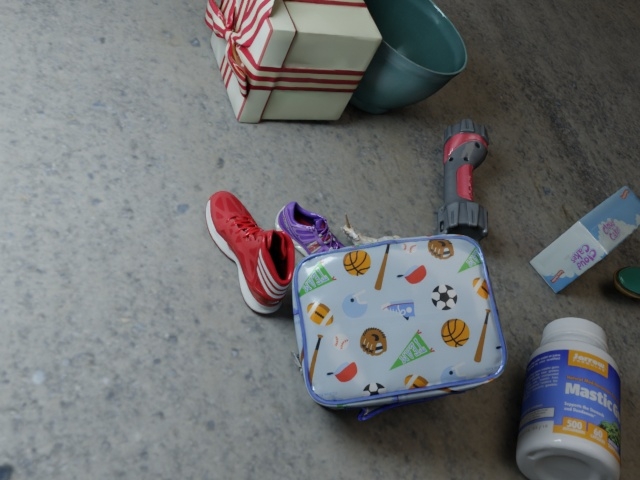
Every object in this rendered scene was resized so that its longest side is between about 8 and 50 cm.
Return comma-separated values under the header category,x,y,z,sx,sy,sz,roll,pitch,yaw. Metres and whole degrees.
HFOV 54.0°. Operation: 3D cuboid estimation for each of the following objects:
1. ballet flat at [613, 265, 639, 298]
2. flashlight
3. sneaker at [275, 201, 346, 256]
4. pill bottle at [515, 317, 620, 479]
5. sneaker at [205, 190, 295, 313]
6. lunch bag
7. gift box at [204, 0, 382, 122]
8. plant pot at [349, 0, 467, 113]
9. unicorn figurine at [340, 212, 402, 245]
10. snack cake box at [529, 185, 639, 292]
category,x,y,z,sx,sy,sz,roll,pitch,yaw
ballet flat,0.729,0.101,1.411,0.232,0.073,0.080,0,65,-23
flashlight,0.305,-0.122,1.307,0.103,0.103,0.304,24,46,-17
sneaker,0.000,0.000,1.052,0.170,0.071,0.068,36,46,-3
pill bottle,0.415,0.263,1.042,0.152,0.152,0.272,32,47,-6
sneaker,-0.096,-0.010,0.962,0.087,0.128,0.221,-16,66,-38
lunch bag,0.103,0.124,0.907,0.303,0.115,0.243,-9,76,-1
gift box,-0.067,-0.398,1.176,0.258,0.276,0.255,-6,55,-27
plant pot,0.138,-0.398,1.348,0.293,0.196,0.293,19,49,-23
unicorn figurine,0.099,0.018,1.114,0.162,0.060,0.111,2,53,-49
snack cake box,0.582,-0.007,1.347,0.264,0.152,0.089,-26,73,-41
